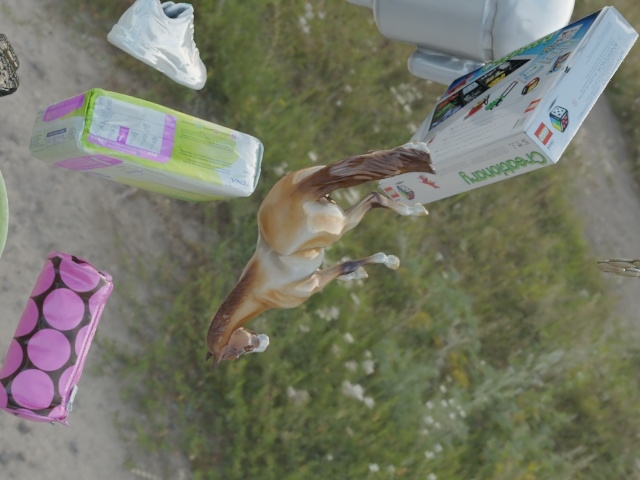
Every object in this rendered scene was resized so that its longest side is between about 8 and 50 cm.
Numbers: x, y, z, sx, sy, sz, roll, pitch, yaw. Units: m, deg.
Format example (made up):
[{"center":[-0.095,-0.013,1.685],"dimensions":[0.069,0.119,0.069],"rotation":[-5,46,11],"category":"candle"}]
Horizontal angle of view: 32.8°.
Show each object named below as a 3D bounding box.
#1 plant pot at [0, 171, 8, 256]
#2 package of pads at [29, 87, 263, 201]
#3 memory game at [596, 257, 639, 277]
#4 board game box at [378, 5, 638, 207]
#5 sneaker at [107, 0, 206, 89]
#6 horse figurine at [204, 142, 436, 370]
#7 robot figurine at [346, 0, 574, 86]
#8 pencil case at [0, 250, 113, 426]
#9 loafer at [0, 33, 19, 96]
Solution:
[{"center":[-0.470,-0.069,1.112],"dimensions":[0.276,0.276,0.254],"rotation":[40,5,-29],"category":"plant pot"},{"center":[-0.262,-0.139,1.656],"dimensions":[0.297,0.229,0.101],"rotation":[15,82,-32],"category":"package of pads"},{"center":[0.478,0.044,1.514],"dimensions":[0.186,0.186,0.012],"rotation":[16,80,-54],"category":"memory game"},{"center":[0.203,-0.142,1.242],"dimensions":[0.053,0.305,0.193],"rotation":[43,67,-14],"category":"board game box"},{"center":[-0.186,-0.259,1.396],"dimensions":[0.080,0.094,0.212],"rotation":[32,4,16],"category":"sneaker"},{"center":[0.000,0.000,0.905],"dimensions":[0.175,0.263,0.066],"rotation":[-12,59,-27],"category":"horse figurine"},{"center":[0.213,-0.367,1.571],"dimensions":[0.354,0.299,0.200],"rotation":[19,27,19],"category":"robot figurine"},{"center":[-0.325,0.121,1.345],"dimensions":[0.095,0.098,0.209],"rotation":[59,46,-73],"category":"pencil case"},{"center":[-0.471,-0.237,1.529],"dimensions":[0.076,0.078,0.223],"rotation":[64,-3,-24],"category":"loafer"}]
